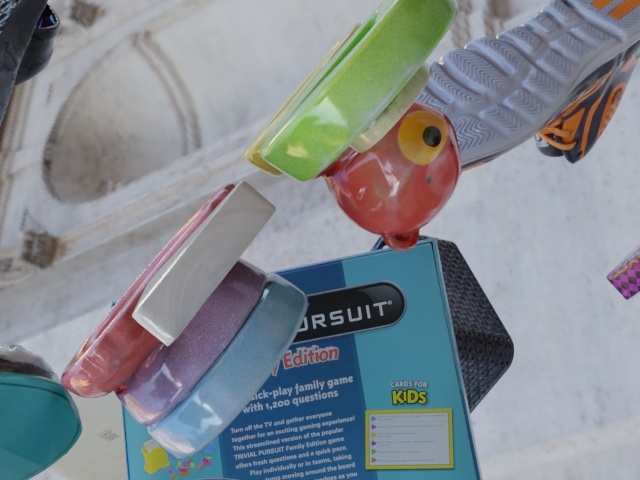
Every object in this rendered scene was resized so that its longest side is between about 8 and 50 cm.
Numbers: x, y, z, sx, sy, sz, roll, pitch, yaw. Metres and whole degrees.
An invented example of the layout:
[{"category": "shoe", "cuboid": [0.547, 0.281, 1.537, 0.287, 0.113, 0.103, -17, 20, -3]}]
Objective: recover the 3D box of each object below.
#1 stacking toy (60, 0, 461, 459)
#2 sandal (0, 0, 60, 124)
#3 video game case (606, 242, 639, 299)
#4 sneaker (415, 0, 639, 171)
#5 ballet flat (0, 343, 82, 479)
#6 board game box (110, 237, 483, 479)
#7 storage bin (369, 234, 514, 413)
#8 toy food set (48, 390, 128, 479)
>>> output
[{"category": "stacking toy", "cuboid": [0.000, 0.000, 0.610, 0.130, 0.279, 0.309, 40, -106, -9]}, {"category": "sandal", "cuboid": [-0.401, -0.221, 1.237, 0.107, 0.167, 0.446, 73, -158, -49]}, {"category": "video game case", "cuboid": [0.408, -0.046, 1.040, 0.042, 0.210, 0.232, 48, 162, 9]}, {"category": "sneaker", "cuboid": [0.204, -0.122, 1.019, 0.124, 0.321, 0.180, 50, 165, 30]}, {"category": "ballet flat", "cuboid": [-0.373, 0.135, 0.698, 0.409, 0.147, 0.147, -14, -99, -30]}, {"category": "board game box", "cuboid": [-0.007, 0.189, 0.756, 0.079, 0.253, 0.336, 60, -160, -70]}, {"category": "storage bin", "cuboid": [0.106, 0.088, 1.074, 0.084, 0.122, 0.180, 12, -144, -33]}, {"category": "toy food set", "cuboid": [-0.261, 0.204, 1.299, 0.220, 0.306, 0.092, 43, -149, -39]}]
